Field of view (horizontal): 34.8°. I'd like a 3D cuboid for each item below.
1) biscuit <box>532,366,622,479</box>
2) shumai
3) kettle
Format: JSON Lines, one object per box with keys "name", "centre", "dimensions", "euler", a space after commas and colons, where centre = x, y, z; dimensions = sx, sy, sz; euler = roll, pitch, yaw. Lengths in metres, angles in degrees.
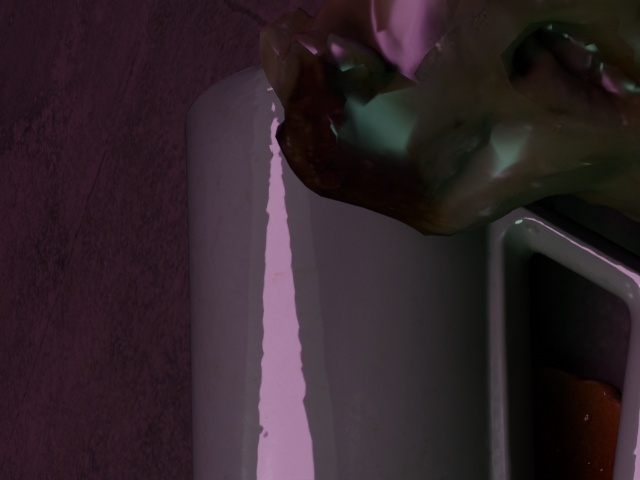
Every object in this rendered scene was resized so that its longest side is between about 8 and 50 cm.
{"name": "biscuit", "centre": [0.177, 0.144, 0.725], "dimensions": [0.130, 0.019, 0.102], "euler": [25, 101, 53]}
{"name": "shumai", "centre": [0.134, -0.113, 0.532], "dimensions": [0.217, 0.283, 0.346], "euler": [9, 126, 61]}
{"name": "kettle", "centre": [0.072, 0.081, 0.709], "dimensions": [0.361, 0.250, 0.376], "euler": [-8, 71, 23]}
